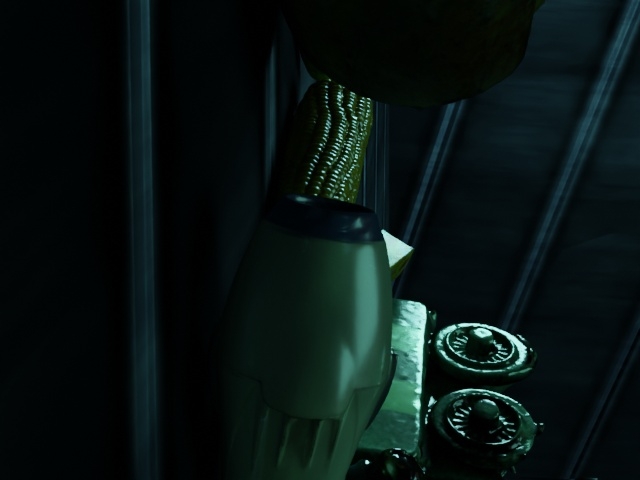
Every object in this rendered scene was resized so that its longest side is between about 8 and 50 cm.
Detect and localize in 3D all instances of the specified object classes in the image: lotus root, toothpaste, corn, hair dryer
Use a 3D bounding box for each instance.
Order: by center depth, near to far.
[{"bbox_3d":[-0.028,0.133,0.717,0.298,0.118,0.296,122,-23,-78],"label":"hair dryer"},{"bbox_3d":[0.063,-0.285,0.750,0.346,0.250,0.251,84,10,-50],"label":"lotus root"},{"bbox_3d":[0.002,-0.073,0.945,0.231,0.080,0.080,-78,167,-51],"label":"corn"},{"bbox_3d":[0.031,0.042,1.001,0.178,0.043,0.037,-34,154,-51],"label":"toothpaste"}]

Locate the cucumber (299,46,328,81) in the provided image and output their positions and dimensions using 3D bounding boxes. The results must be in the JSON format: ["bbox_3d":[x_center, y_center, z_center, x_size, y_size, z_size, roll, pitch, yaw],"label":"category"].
[{"bbox_3d":[-0.002,-0.247,0.982,0.250,0.056,0.056,87,7,-45],"label":"cucumber"}]

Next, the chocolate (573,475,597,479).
[{"bbox_3d":[0.033,0.306,0.418,0.314,0.296,0.326,94,-17,-60],"label":"chocolate"}]

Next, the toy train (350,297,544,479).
[{"bbox_3d":[0.081,0.177,0.954,0.299,0.238,0.167,-72,169,-64],"label":"toy train"}]

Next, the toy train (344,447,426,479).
[{"bbox_3d":[0.018,0.251,0.742,0.198,0.107,0.154,-57,-160,21],"label":"toy train"}]
